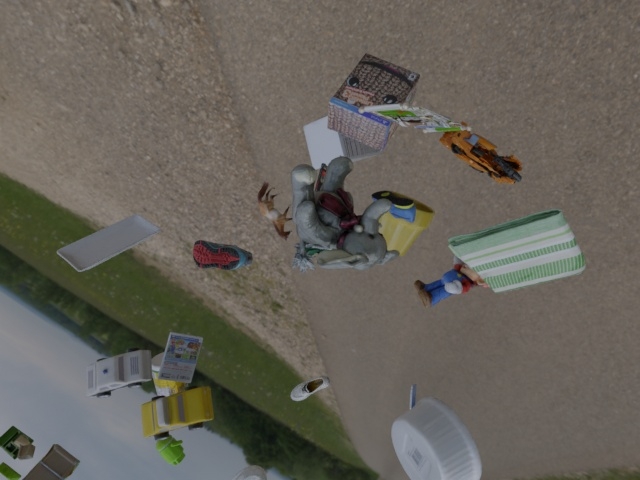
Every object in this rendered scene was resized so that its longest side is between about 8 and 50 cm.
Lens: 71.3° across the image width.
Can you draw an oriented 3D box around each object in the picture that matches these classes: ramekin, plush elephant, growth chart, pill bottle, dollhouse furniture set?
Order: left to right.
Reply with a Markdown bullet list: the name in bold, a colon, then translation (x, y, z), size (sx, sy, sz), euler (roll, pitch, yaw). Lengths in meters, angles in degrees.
- **dollhouse furniture set**: translation (-0.466, 0.371, 0.735), size (0.152, 0.076, 0.058), euler (22, 139, 19)
- **pill bottle**: translation (-0.578, 0.544, 1.722), size (0.118, 0.118, 0.208), euler (11, 114, 43)
- **plush elephant**: translation (0.070, -0.034, 1.136), size (0.256, 0.329, 0.272), euler (18, -165, 24)
- **growth chart**: translation (0.225, -0.295, 1.078), size (0.238, 0.021, 0.172), euler (7, -176, -33)
- **ramekin**: translation (0.341, 0.639, 1.367), size (0.277, 0.135, 0.277), euler (44, 143, 45)

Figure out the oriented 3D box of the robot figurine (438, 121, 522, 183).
- **robot figurine**: translation (0.555, -0.289, 1.517), size (0.291, 0.085, 0.211), euler (31, -175, -8)

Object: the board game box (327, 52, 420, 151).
- **board game box**: translation (0.196, -0.514, 1.655), size (0.232, 0.290, 0.141), euler (26, 155, 12)

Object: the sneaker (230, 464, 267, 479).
- **sneaker**: translation (-0.214, 0.757, 1.172), size (0.114, 0.304, 0.152), euler (28, 170, -20)

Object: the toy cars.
- **toy cars**: translation (-0.449, 0.376, 1.111), size (0.394, 0.176, 0.087), euler (21, 166, 23)

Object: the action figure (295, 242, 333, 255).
- **action figure**: translation (0.000, 0.000, 1.693), size (0.064, 0.137, 0.232), euler (30, 158, -37)

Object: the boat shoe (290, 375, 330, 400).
- **boat shoe**: translation (-0.028, 0.330, 0.997), size (0.035, 0.100, 0.035), euler (34, -147, -60)

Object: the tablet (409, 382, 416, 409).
- **tablet**: translation (0.216, 0.362, 1.043), size (0.006, 0.054, 0.083), euler (3, 167, 18)

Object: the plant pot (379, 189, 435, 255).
- **plant pot**: translation (0.354, -0.071, 2.018), size (0.254, 0.238, 0.254), euler (19, -162, -6)

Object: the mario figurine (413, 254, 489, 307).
- **mario figurine**: translation (0.512, 0.122, 1.685), size (0.170, 0.321, 0.198), euler (63, -176, -54)

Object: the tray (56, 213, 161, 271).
- **tray**: translation (-0.643, 0.008, 1.373), size (0.145, 0.270, 0.030), euler (28, 134, 30)

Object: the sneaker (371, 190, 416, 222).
- **sneaker**: translation (0.248, -0.114, 1.538), size (0.209, 0.069, 0.082), euler (32, 144, 53)

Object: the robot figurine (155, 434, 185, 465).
- **robot figurine**: translation (-0.529, 0.732, 1.566), size (0.101, 0.067, 0.115), euler (-38, 95, 34)

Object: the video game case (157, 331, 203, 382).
- **video game case**: translation (-0.365, 0.306, 1.165), size (0.087, 0.121, 0.011), euler (17, 174, -26)

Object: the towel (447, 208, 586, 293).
- **towel**: translation (0.481, 0.037, 1.069), size (0.248, 0.038, 0.325), euler (-19, 144, 33)

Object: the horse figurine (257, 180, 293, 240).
- **horse figurine**: translation (-0.206, -0.142, 2.059), size (0.263, 0.174, 0.066), euler (48, 147, -15)

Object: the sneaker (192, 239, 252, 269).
- **sneaker**: translation (-0.358, 0.060, 1.634), size (0.262, 0.103, 0.125), euler (12, -174, 34)

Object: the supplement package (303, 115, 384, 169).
- **supplement package**: translation (0.102, -0.438, 1.941), size (0.199, 0.263, 0.197), euler (-7, 99, 48)

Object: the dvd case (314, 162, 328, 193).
- **dvd case**: translation (0.014, -0.167, 1.376), size (0.013, 0.119, 0.087), euler (5, 167, 32)
